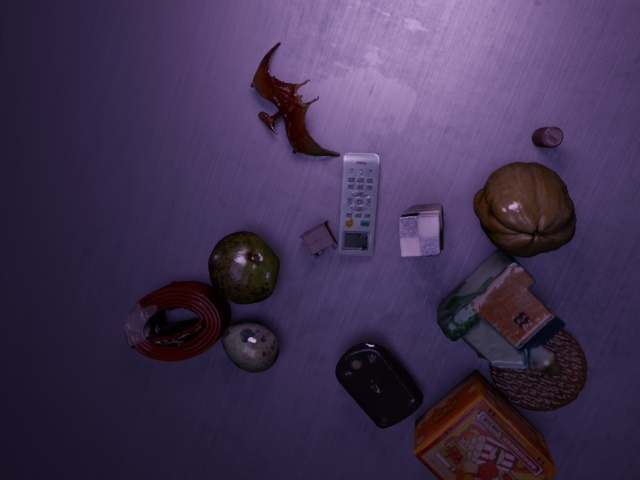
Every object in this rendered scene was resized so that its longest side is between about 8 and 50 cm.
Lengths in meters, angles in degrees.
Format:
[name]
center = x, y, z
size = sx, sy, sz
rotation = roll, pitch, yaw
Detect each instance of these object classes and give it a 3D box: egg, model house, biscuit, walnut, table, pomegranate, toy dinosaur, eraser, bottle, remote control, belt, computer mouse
[egg]
center = -0.210, 0.313, 1.707
size = 0.181, 0.141, 0.141
rotation = 28, 103, 6
[model house]
center = 0.514, 0.234, 1.541
size = 0.325, 0.194, 0.267
rotation = 44, 102, -2
[biscuit]
center = 0.611, 0.355, 1.618
size = 0.261, 0.037, 0.262
rotation = 1, 98, 11
[walnut]
center = 0.516, -0.073, 1.449
size = 0.282, 0.283, 0.228
rotation = 16, 119, 7
[table]
center = 0.000, 0.000, 1.654
size = 0.083, 0.070, 0.082
rotation = -29, 93, 12
[pomegranate]
center = -0.236, 0.089, 1.668
size = 0.247, 0.214, 0.214
rotation = -30, 94, 51
[toy dinosaur]
center = -0.065, -0.370, 1.604
size = 0.327, 0.113, 0.207
rotation = 40, 130, 13
[eraser]
center = 0.256, -0.033, 1.432
size = 0.098, 0.404, 0.097
rotation = -3, 95, 13
[bottle]
center = 0.579, -0.263, 1.471
size = 0.053, 0.140, 0.053
rotation = 1, 99, 9
[remote control]
center = 0.106, -0.101, 1.629
size = 0.103, 0.051, 0.294
rotation = 2, 101, -3
[belt]
center = -0.440, 0.243, 1.754
size = 0.323, 0.115, 0.228
rotation = -11, 95, 10
[computer mouse]
center = 0.166, 0.407, 1.676
size = 0.170, 0.100, 0.269
rotation = -36, 97, 18

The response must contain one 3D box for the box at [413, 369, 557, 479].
[box]
center = 0.444, 0.570, 1.597
size = 0.283, 0.214, 0.259
rotation = 44, 106, 0
